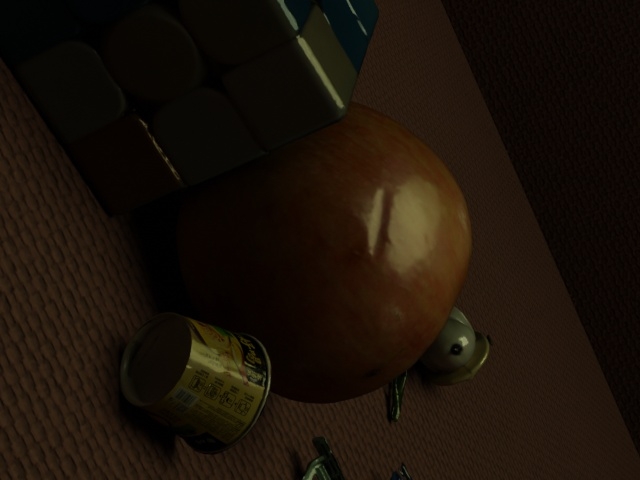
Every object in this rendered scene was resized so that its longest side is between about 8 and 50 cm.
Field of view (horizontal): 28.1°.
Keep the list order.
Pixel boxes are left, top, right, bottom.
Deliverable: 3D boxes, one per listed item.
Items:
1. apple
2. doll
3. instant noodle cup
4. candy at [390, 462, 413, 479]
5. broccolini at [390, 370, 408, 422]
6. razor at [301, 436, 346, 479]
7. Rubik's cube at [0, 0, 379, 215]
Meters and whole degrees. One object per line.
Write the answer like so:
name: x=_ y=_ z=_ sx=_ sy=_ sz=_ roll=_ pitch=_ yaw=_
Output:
apple: x=0.000 y=0.000 z=1.665 sx=0.346 sy=0.391 sz=0.391 roll=46 pitch=26 yaw=-13
doll: x=0.204 y=0.136 z=2.368 sx=0.271 sy=0.144 sz=0.208 roll=54 pitch=-6 yaw=15
instant noodle cup: x=-0.148 y=0.155 z=1.466 sx=0.122 sy=0.151 sz=0.151 roll=37 pitch=36 yaw=-44
candy: x=0.120 y=0.486 z=1.883 sx=0.187 sy=0.077 sz=0.331 roll=62 pitch=24 yaw=-10
broccolini: x=0.127 y=0.231 z=2.227 sx=0.074 sy=0.058 sz=0.201 roll=40 pitch=47 yaw=-26
razor: x=-0.037 y=0.362 z=1.668 sx=0.111 sy=0.056 sz=0.278 roll=64 pitch=28 yaw=-5
Rubik's cube: x=-0.165 y=-0.296 z=1.583 sx=0.347 sy=0.344 sz=0.346 roll=57 pitch=25 yaw=-23
